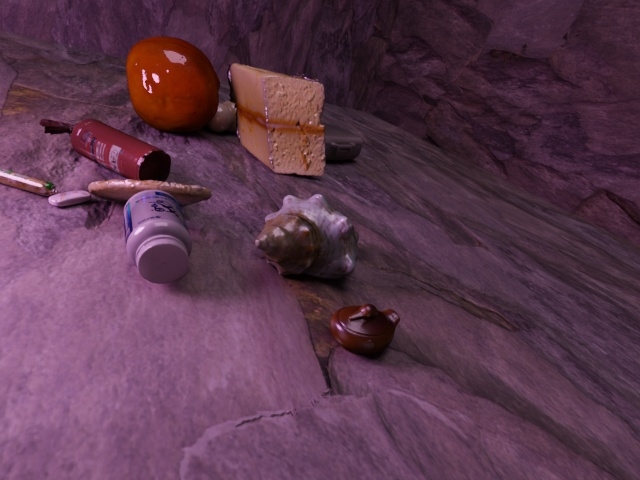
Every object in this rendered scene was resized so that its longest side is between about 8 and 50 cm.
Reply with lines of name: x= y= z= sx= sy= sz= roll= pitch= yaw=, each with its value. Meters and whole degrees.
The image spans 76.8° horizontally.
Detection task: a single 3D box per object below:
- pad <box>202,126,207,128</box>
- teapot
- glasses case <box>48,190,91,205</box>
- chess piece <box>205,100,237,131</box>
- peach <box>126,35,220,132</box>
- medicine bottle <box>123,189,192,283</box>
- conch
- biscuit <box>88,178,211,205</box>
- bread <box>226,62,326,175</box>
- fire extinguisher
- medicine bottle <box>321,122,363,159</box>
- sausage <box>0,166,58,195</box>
pad: x=-0.575 y=-0.486 z=1.652 sx=0.163 sy=0.004 sz=0.243 roll=31 pitch=28 yaw=27
teapot: x=0.078 y=0.140 z=0.688 sx=0.129 sy=0.078 sz=0.098 roll=1 pitch=30 yaw=-32
glasses case: x=-0.522 y=-0.089 z=0.845 sx=0.032 sy=0.021 sz=0.083 roll=24 pitch=26 yaw=19
chess piece: x=-0.365 y=-0.533 z=1.719 sx=0.167 sy=0.167 sz=0.299 roll=31 pitch=32 yaw=27
peach: x=-0.516 y=-0.554 z=1.456 sx=0.301 sy=0.343 sz=0.343 roll=-4 pitch=29 yaw=-11
medicine bottle: x=-0.292 y=-0.009 z=0.726 sx=0.106 sy=0.107 sz=0.191 roll=2 pitch=29 yaw=-30
conch: x=0.006 y=-0.008 z=0.858 sx=0.386 sy=0.170 sz=0.203 roll=-13 pitch=63 yaw=-44
biscuit: x=-0.365 y=-0.101 z=0.869 sx=0.265 sy=0.040 sz=0.188 roll=2 pitch=-3 yaw=8
bread: x=-0.168 y=-0.456 z=1.500 sx=0.242 sy=0.346 sz=0.405 roll=-8 pitch=26 yaw=-29
fire extinguisher: x=-0.557 y=-0.240 z=1.027 sx=0.336 sy=0.107 sz=0.147 roll=24 pitch=14 yaw=16
medicine bottle: x=0.002 y=-0.445 z=1.794 sx=0.282 sy=0.123 sz=0.375 roll=33 pitch=28 yaw=32
sausage: x=-0.674 y=-0.139 z=0.838 sx=0.268 sy=0.033 sz=0.033 roll=17 pitch=25 yaw=-1
